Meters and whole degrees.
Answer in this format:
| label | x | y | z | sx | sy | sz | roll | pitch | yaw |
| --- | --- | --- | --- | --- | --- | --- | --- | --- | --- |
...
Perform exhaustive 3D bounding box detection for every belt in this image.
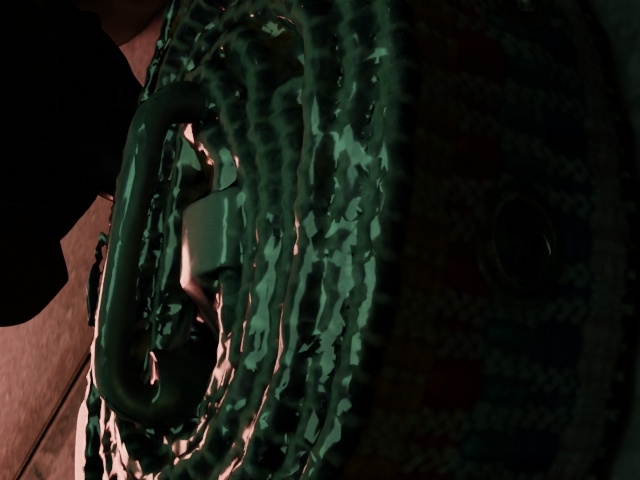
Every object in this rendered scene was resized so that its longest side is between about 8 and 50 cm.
| label | x | y | z | sx | sy | sz | roll | pitch | yaw |
| --- | --- | --- | --- | --- | --- | --- | --- | --- | --- |
| belt | 0.000 | 0.000 | 0.454 | 0.207 | 0.160 | 0.295 | 8 | 86 | 58 |

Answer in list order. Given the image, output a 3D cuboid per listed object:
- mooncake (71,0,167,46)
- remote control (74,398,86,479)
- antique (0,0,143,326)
| label | x | y | z | sx | sy | sz | roll | pitch | yaw |
| --- | --- | --- | --- | --- | --- | --- | --- | --- | --- |
| mooncake | -0.172 | -0.269 | 0.849 | 0.275 | 0.135 | 0.275 | -17 | 68 | 51 |
| remote control | -0.095 | 0.106 | 0.686 | 0.190 | 0.029 | 0.087 | -36 | 50 | 47 |
| antique | -0.224 | -0.088 | 0.685 | 0.185 | 0.322 | 0.255 | -51 | 37 | 8 |
